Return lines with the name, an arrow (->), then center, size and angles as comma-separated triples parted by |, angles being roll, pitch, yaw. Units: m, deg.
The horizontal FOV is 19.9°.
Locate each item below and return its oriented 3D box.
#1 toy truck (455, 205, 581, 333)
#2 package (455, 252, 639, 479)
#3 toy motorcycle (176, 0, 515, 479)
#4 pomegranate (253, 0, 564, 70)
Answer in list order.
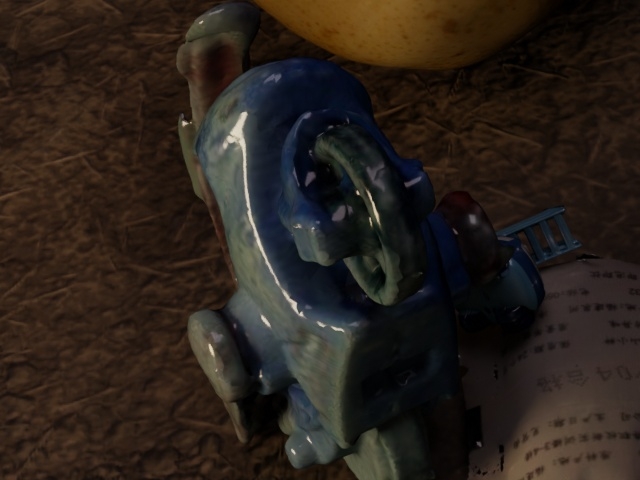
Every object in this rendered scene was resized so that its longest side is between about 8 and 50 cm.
toy truck -> 0.122, 0.014, 1.159 | 0.073, 0.056, 0.090 | -3, 31, 50
package -> 0.210, 0.096, 1.121 | 0.251, 0.062, 0.204 | -3, 45, 3
toy motorcycle -> -0.019, 0.012, 1.059 | 0.241, 0.319, 0.182 | 28, 58, 22
pomegranate -> 0.054, -0.315, 1.344 | 0.416, 0.417, 0.417 | -4, 45, 4
